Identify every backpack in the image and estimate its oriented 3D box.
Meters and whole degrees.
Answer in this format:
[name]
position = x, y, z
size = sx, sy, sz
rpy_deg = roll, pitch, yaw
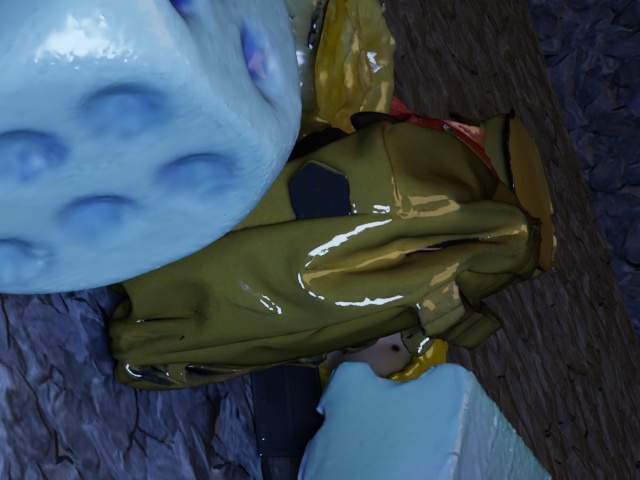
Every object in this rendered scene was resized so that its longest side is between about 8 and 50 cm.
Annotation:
[backpack]
position = -0.001, 0.006, 1.568
size = 0.378, 0.353, 0.201
rpy_deg = 7, 77, -70

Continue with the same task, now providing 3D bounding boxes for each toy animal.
[toy animal]
position = 0.053, 0.111, 1.879
size = 0.156, 0.156, 0.230
rpy_deg = 61, 17, -23

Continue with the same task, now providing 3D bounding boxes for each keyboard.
[keyboard]
position = -0.032, 0.111, 1.785
size = 0.011, 0.067, 0.202
rpy_deg = 105, -17, -50

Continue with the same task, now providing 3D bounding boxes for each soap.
[soap]
position = 0.132, 0.325, 1.747
size = 0.446, 0.156, 0.261
rpy_deg = 52, 44, -45

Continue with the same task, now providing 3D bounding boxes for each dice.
[dice]
position = -0.184, -0.136, 1.290
size = 0.264, 0.268, 0.262
rpy_deg = 44, 31, -53

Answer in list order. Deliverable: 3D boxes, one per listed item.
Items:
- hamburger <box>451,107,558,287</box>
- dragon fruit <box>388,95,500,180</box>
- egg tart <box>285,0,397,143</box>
[hamburger]
position = 0.204, -0.049, 2.497
size = 0.237, 0.149, 0.237
rpy_deg = -13, 90, -70
[dragon fruit]
position = 0.091, -0.031, 2.060
size = 0.224, 0.224, 0.227
rpy_deg = 48, 16, -47
[egg tart]
position = -0.020, -0.164, 1.872
size = 0.345, 0.132, 0.345
rpy_deg = 2, 90, -65
